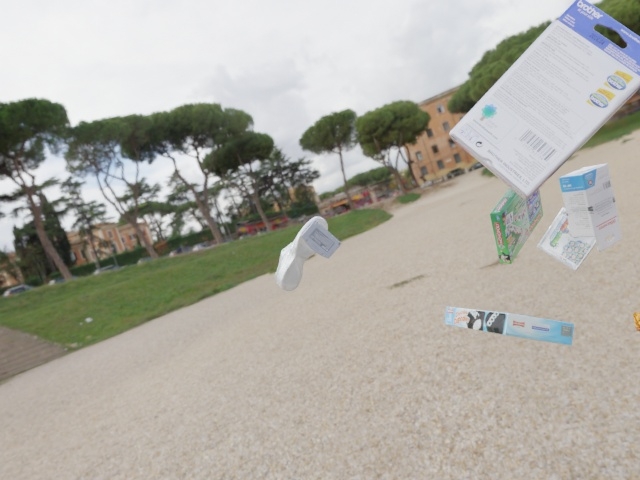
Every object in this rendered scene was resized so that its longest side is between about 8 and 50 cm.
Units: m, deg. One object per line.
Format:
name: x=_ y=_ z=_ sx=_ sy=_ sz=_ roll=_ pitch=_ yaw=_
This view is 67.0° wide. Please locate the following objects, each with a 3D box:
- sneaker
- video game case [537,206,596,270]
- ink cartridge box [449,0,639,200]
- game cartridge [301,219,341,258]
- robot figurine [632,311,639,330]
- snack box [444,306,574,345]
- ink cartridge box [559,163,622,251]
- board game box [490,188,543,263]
sneaker: x=-0.063 y=0.024 z=1.277 sx=0.212 sy=0.080 sz=0.094 roll=-59 pitch=32 yaw=0
video game case: x=0.802 y=-0.005 z=1.557 sx=0.019 sy=0.143 sz=0.157 roll=-6 pitch=-52 yaw=-47
ink cartridge box: x=0.408 y=-0.246 z=0.857 sx=0.311 sy=0.186 sz=0.065 roll=-48 pitch=-18 yaw=14
game cartridge: x=0.000 y=0.000 z=1.103 sx=0.056 sy=0.083 sz=0.017 roll=-49 pitch=9 yaw=2
robot figurine: x=0.951 y=0.234 z=1.188 sx=0.291 sy=0.211 sz=0.085 roll=-12 pitch=-33 yaw=32
snack box: x=0.497 y=0.227 z=1.319 sx=0.187 sy=0.060 sz=0.322 roll=11 pitch=-7 yaw=-11
ink cartridge box: x=0.614 y=-0.073 z=1.099 sx=0.104 sy=0.180 sz=0.060 roll=-20 pitch=9 yaw=-28
board game box: x=0.718 y=-0.094 z=1.755 sx=0.046 sy=0.213 sz=0.317 roll=9 pitch=41 yaw=43
